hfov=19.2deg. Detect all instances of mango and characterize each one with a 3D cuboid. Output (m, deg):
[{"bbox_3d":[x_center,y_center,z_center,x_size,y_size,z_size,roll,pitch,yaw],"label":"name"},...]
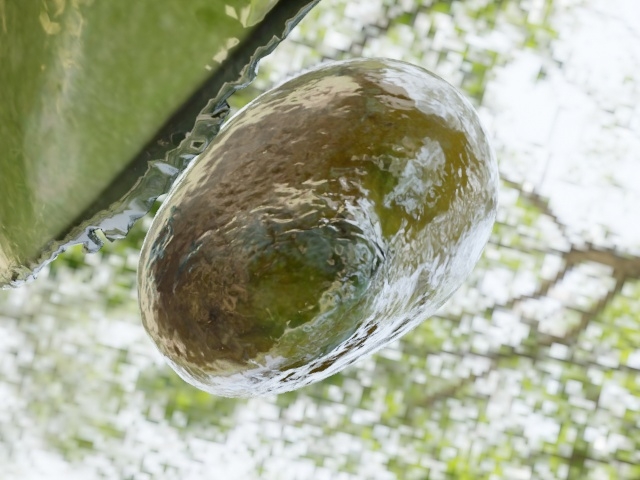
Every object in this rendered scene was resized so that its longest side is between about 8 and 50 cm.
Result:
[{"bbox_3d":[0.000,0.000,0.969,0.193,0.146,0.316,-32,-169,15],"label":"mango"}]

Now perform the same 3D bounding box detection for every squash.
[{"bbox_3d":[-0.031,-0.109,0.694,0.233,0.210,0.309,-76,176,-61],"label":"squash"}]
